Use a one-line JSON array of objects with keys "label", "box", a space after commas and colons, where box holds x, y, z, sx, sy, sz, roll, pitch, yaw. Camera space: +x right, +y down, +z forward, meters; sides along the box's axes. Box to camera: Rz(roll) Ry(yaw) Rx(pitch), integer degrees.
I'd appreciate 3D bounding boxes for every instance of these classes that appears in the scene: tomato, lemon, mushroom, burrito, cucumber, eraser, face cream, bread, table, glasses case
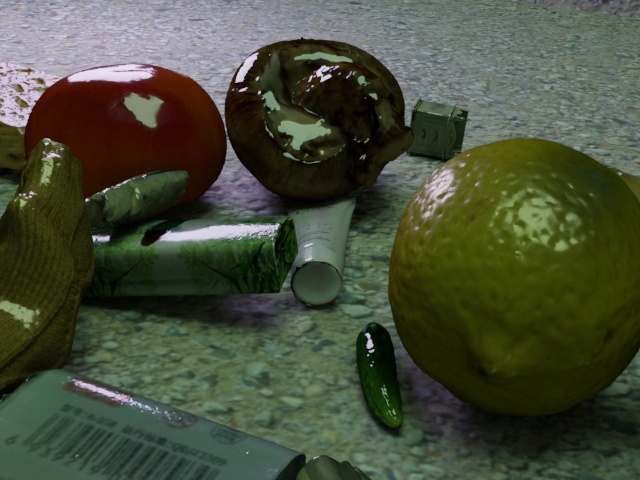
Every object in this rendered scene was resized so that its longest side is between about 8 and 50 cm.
[{"label": "tomato", "box": [-0.249, -0.135, 1.134, 0.260, 0.179, 0.259, 3, 25, -1]}, {"label": "lemon", "box": [0.183, 0.031, 0.804, 0.268, 0.267, 0.267, 4, 27, -2]}, {"label": "mushroom", "box": [0.003, -0.159, 1.195, 0.263, 0.195, 0.283, -19, 31, -27]}, {"label": "burrito", "box": [-0.197, -0.048, 0.963, 0.058, 0.045, 0.188, -27, 4, 24]}, {"label": "cucumber", "box": [0.055, 0.120, 0.840, 0.039, 0.039, 0.168, 2, 29, -4]}, {"label": "eraser", "box": [-0.148, 0.185, 0.638, 0.227, 0.081, 0.174, 16, 33, 19]}, {"label": "face cream", "box": [0.000, 0.000, 1.046, 0.092, 0.058, 0.243, -8, 23, 4]}, {"label": "bread", "box": [-0.446, -0.177, 1.277, 0.235, 0.099, 0.210, 21, 33, 18]}, {"label": "table", "box": [0.185, -0.174, 1.378, 0.083, 0.079, 0.062, 12, 27, 11]}, {"label": "glasses case", "box": [-0.167, 0.013, 0.931, 0.273, 0.062, 0.095, -2, 26, 12]}]

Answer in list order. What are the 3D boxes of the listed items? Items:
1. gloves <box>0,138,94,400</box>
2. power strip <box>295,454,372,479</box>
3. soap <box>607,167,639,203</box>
[{"label": "gloves", "box": [-0.308, 0.054, 0.778, 0.203, 0.155, 0.356, -1, 45, 25]}, {"label": "power strip", "box": [0.062, 0.243, 0.560, 0.092, 0.034, 0.268, 39, 7, -35]}, {"label": "soap", "box": [0.317, -0.006, 1.066, 0.174, 0.089, 0.274, 17, 31, 22]}]
